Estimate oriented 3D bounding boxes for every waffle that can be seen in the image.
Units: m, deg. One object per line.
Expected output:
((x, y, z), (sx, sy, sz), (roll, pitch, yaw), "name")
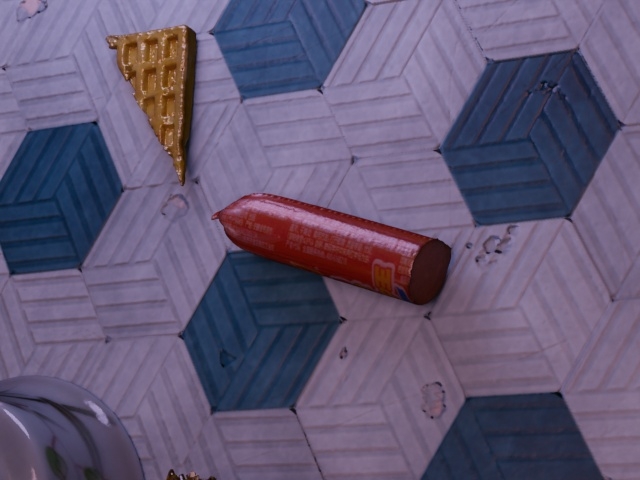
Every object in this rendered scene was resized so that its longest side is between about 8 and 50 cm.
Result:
((-0.197, -0.146, 2.031), (0.125, 0.032, 0.191), (-4, 73, 26), "waffle")

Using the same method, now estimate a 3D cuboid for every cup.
((-0.371, 0.302, 1.925), (0.347, 0.163, 0.347), (-8, 72, 26), "cup")

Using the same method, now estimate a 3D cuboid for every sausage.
((0.000, 0.000, 1.857), (0.274, 0.074, 0.074), (17, 84, 32), "sausage")

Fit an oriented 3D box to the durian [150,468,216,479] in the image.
((-0.102, 0.350, 1.726), (0.293, 0.258, 0.258), (9, 80, 20), "durian")
